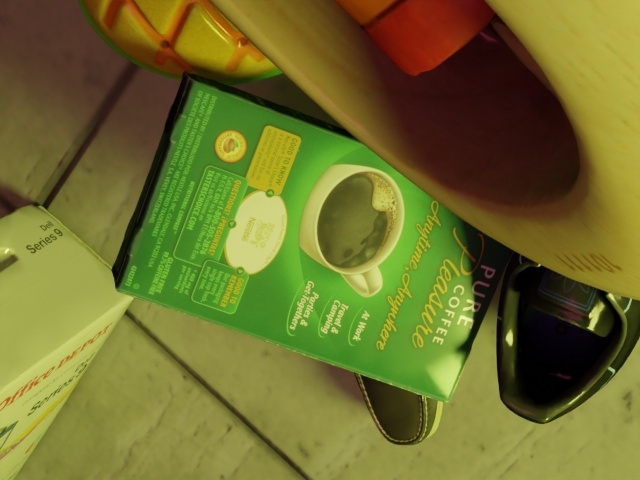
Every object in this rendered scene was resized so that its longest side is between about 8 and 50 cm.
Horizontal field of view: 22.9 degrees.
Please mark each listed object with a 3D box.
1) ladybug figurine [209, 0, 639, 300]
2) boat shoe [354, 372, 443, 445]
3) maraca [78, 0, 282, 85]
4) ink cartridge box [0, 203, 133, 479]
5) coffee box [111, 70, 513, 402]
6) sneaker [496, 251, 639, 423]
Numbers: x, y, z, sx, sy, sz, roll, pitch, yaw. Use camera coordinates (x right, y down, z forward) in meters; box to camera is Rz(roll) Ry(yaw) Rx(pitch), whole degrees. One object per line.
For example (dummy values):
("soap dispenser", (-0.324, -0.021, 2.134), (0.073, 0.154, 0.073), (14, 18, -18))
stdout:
("ladybug figurine", (0.033, -0.165, 0.596), (0.449, 0.162, 0.305), (45, 166, -15))
("boat shoe", (0.027, 0.046, 0.854), (0.056, 0.049, 0.152), (-7, 107, 29))
("maraca", (-0.034, -0.138, 0.781), (0.185, 0.099, 0.127), (-1, 118, 8))
("ink cartridge box", (-0.222, 0.098, 0.934), (0.093, 0.154, 0.212), (39, 122, 6))
("coffee box", (0.000, 0.000, 0.789), (0.184, 0.040, 0.113), (18, 98, -14))
("sneaker", (0.142, -0.016, 0.748), (0.081, 0.090, 0.232), (21, 119, 17))
